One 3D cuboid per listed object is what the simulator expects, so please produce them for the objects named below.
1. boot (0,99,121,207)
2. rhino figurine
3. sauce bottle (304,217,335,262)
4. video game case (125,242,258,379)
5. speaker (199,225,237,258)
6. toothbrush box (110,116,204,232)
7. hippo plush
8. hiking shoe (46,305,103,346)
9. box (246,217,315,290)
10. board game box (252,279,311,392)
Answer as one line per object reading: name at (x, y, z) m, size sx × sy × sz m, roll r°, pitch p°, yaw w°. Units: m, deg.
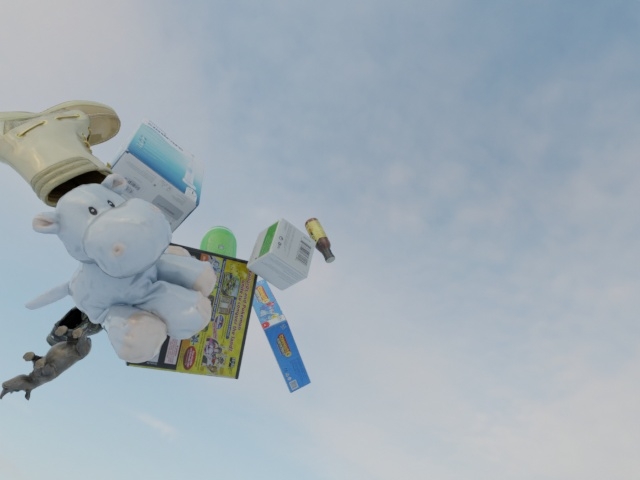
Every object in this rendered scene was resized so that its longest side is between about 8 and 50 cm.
boot at (-0.415, -0.153, 0.830) m, size 0.203 × 0.262 × 0.095 m, roll 35°, pitch -59°, yaw 15°
rhino figurine at (-0.683, 0.312, 1.191) m, size 0.073 × 0.243 × 0.106 m, roll 40°, pitch -21°, yaw 26°
sauce bottle at (0.000, 0.000, 1.208) m, size 0.042 × 0.128 × 0.042 m, roll -19°, pitch -35°, yaw -13°
video game case at (-0.280, 0.160, 1.081) m, size 0.248 × 0.275 × 0.035 m, roll 15°, pitch -14°, yaw -25°
speaker at (-0.340, 0.068, 1.563) m, size 0.131 × 0.297 × 0.131 m, roll -3°, pitch -59°, yaw -6°
toothbrush box at (-0.438, -0.182, 1.282) m, size 0.126 × 0.296 × 0.216 m, roll -42°, pitch -61°, yaw 15°
hippo plush at (-0.301, 0.013, 0.757) m, size 0.294 × 0.234 × 0.237 m, roll 21°, pitch -53°, yaw 23°
hiking shoe at (-0.705, 0.236, 1.440) m, size 0.086 × 0.227 × 0.114 m, roll 40°, pitch -58°, yaw 4°
box at (-0.080, 0.030, 1.000) m, size 0.102 × 0.101 × 0.087 m, roll 36°, pitch -45°, yaw -24°
board game box at (-0.160, 0.346, 1.768) m, size 0.086 × 0.302 × 0.309 m, roll -23°, pitch -60°, yaw -10°
